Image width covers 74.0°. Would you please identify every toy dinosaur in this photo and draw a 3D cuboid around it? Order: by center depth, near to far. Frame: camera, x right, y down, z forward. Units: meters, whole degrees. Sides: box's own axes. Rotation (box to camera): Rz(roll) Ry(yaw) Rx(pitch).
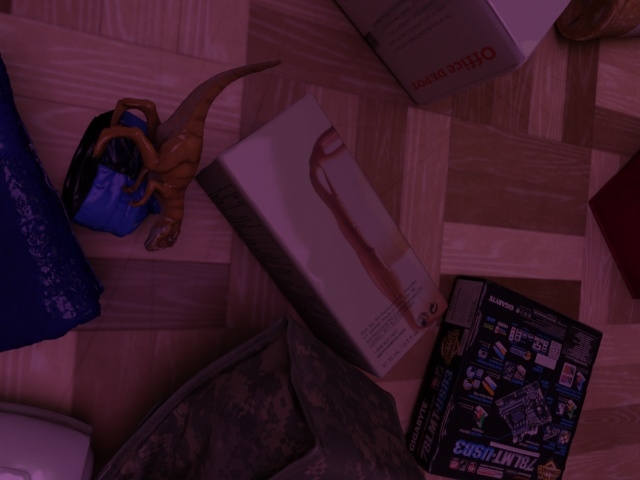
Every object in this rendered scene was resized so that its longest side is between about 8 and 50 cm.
[{"bbox_3d":[-0.131,-0.092,0.385,0.112,0.064,0.212,20,115,-20],"label":"toy dinosaur"}]

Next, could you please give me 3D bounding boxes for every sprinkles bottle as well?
[{"bbox_3d":[0.592,-0.430,0.764,0.355,0.121,0.121,-13,97,-22],"label":"sprinkles bottle"}]

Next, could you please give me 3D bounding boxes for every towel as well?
[{"bbox_3d":[-0.340,-0.044,0.380,0.227,0.076,0.309,-15,99,11],"label":"towel"}]

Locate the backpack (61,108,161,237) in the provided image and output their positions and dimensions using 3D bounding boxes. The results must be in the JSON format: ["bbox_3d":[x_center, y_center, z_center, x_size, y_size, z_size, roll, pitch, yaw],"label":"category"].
[{"bbox_3d":[-0.208,-0.063,0.449,0.101,0.098,0.120,28,79,-35],"label":"backpack"}]

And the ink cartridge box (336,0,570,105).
[{"bbox_3d":[0.125,-0.330,0.522,0.283,0.207,0.117,44,77,-19],"label":"ink cartridge box"}]

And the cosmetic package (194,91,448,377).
[{"bbox_3d":[0.000,0.000,0.512,0.129,0.153,0.296,-41,108,-18],"label":"cosmetic package"}]

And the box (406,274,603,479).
[{"bbox_3d":[0.308,0.242,0.692,0.295,0.073,0.294,22,84,-22],"label":"box"}]

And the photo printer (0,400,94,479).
[{"bbox_3d":[-0.366,0.303,0.389,0.255,0.107,0.308,12,87,-23],"label":"photo printer"}]

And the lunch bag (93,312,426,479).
[{"bbox_3d":[-0.066,0.249,0.449,0.287,0.169,0.235,-36,128,11],"label":"lunch bag"}]

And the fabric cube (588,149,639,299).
[{"bbox_3d":[0.714,-0.046,0.755,0.259,0.258,0.254,-40,105,-17],"label":"fabric cube"}]
